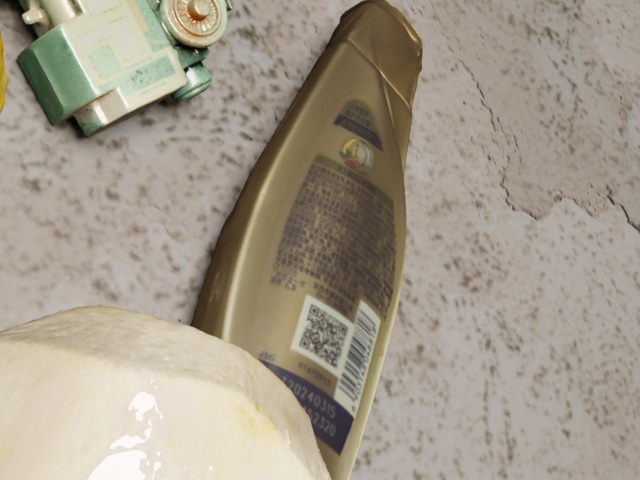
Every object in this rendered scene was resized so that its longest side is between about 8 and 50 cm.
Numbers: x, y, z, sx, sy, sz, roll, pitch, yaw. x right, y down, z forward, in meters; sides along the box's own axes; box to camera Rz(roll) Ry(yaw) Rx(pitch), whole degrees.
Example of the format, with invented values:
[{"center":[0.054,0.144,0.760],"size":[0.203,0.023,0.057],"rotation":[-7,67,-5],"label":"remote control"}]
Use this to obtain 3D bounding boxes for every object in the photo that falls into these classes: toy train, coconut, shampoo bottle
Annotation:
[{"center":[-0.139,-0.164,0.849],"size":[0.125,0.081,0.194],"rotation":[-33,97,-37],"label":"toy train"},{"center":[-0.111,0.158,0.667],"size":[0.241,0.241,0.241],"rotation":[15,65,-35],"label":"coconut"},{"center":[0.000,0.000,0.897],"size":[0.125,0.084,0.350],"rotation":[33,56,-27],"label":"shampoo bottle"}]

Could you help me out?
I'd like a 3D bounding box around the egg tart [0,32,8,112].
[{"center":[-0.288,-0.117,0.665],"size":[0.339,0.153,0.351],"rotation":[18,63,-30],"label":"egg tart"}]
